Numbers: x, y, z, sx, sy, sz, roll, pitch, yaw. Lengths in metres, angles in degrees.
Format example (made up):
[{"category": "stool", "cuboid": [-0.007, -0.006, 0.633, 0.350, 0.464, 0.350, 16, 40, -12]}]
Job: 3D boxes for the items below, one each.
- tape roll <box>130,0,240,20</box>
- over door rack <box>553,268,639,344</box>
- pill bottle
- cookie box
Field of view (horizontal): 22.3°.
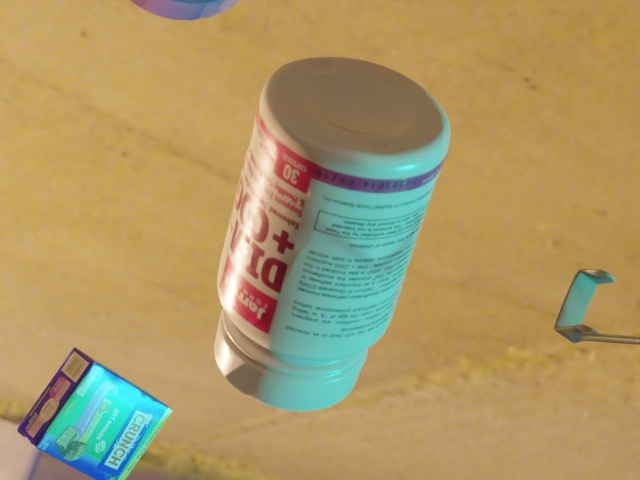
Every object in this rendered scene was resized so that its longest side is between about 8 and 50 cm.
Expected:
[{"category": "tape roll", "cuboid": [-0.139, -0.331, 1.700, 0.189, 0.189, 0.080, 22, 169, -10]}, {"category": "over door rack", "cuboid": [0.308, 0.145, 1.092, 0.239, 0.108, 0.324, 35, 177, -19]}, {"category": "pill bottle", "cuboid": [0.000, 0.000, 1.390, 0.160, 0.160, 0.283, 18, 125, 4]}, {"category": "cookie box", "cuboid": [-0.198, 0.159, 1.437, 0.040, 0.092, 0.107, 30, 174, 47]}]
